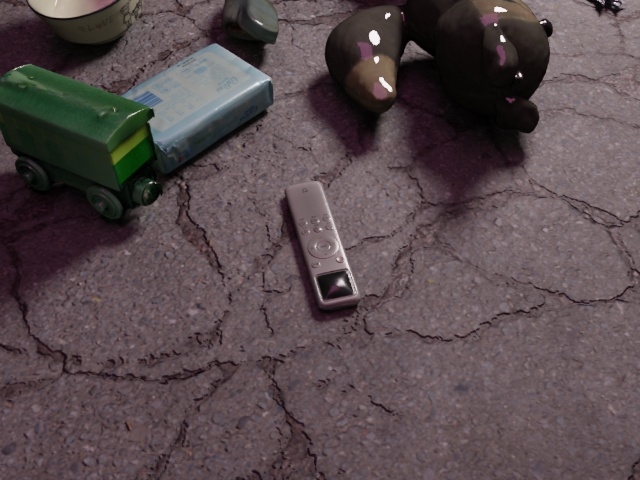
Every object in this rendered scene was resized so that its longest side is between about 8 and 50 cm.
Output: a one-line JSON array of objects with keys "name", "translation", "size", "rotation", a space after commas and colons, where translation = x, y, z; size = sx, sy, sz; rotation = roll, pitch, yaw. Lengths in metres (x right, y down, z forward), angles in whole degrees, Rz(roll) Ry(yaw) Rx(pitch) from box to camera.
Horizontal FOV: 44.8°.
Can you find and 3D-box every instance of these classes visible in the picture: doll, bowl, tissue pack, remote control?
[{"name": "doll", "translation": [0.227, -0.315, 1.404], "size": [0.378, 0.252, 0.382], "rotation": [-32, 44, 17]}, {"name": "bowl", "translation": [-0.467, -0.491, 1.596], "size": [0.237, 0.126, 0.238], "rotation": [-4, 57, 6]}, {"name": "tissue pack", "translation": [-0.236, -0.242, 1.408], "size": [0.177, 0.089, 0.263], "rotation": [35, 57, 27]}, {"name": "remote control", "translation": [0.000, 0.000, 1.224], "size": [0.067, 0.029, 0.261], "rotation": [-12, 50, -7]}]

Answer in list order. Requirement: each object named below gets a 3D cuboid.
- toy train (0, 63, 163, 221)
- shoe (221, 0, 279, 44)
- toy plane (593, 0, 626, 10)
[{"name": "toy train", "translation": [-0.395, -0.156, 1.267], "size": [0.301, 0.202, 0.120], "rotation": [22, 49, 21]}, {"name": "shoe", "translation": [-0.151, -0.454, 1.591], "size": [0.100, 0.103, 0.251], "rotation": [-47, 33, 19]}, {"name": "toy plane", "translation": [0.598, -0.510, 1.634], "size": [0.083, 0.031, 0.078], "rotation": [36, 44, 26]}]
